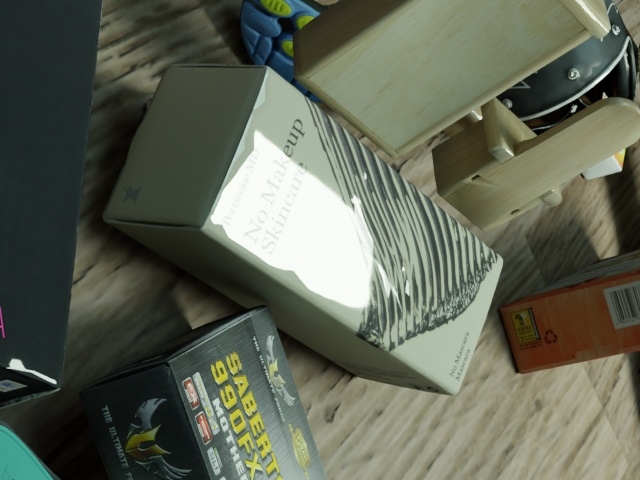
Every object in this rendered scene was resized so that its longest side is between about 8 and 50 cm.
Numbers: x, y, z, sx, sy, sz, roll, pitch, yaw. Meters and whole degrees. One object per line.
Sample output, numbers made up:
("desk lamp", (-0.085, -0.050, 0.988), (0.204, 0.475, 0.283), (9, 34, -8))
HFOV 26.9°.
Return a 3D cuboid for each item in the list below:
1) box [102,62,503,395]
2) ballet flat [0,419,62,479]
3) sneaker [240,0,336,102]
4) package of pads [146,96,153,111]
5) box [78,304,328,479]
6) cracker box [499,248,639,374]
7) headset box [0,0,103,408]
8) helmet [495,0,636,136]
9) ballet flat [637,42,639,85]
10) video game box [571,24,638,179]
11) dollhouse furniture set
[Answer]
("box", (0.000, 0.000, 0.864), (0.275, 0.094, 0.113), (34, 71, -44))
("ballet flat", (-0.142, 0.153, 0.662), (0.203, 0.074, 0.074), (59, 36, -40))
("sneaker", (0.005, -0.146, 1.003), (0.188, 0.067, 0.078), (18, 41, -46))
("package of pads", (-0.076, -0.061, 0.875), (0.083, 0.032, 0.050), (21, 60, -47))
("box", (-0.041, 0.164, 0.758), (0.183, 0.056, 0.231), (-22, 94, -74))
("cracker box", (0.284, 0.049, 1.199), (0.232, 0.155, 0.067), (-16, 89, -55))
("headset box", (-0.231, -0.086, 0.597), (0.246, 0.131, 0.283), (29, 53, -44))
("helmet", (0.182, -0.159, 1.139), (0.161, 0.169, 0.169), (53, 36, -56))
("ballet flat", (0.407, -0.007, 1.387), (0.182, 0.164, 0.483), (47, 39, -80))
("video game box", (0.252, -0.197, 1.344), (0.205, 0.048, 0.187), (50, 44, -32))
("dollhouse furniture set", (0.086, -0.241, 0.967), (0.303, 0.174, 0.355), (37, 36, -35))
